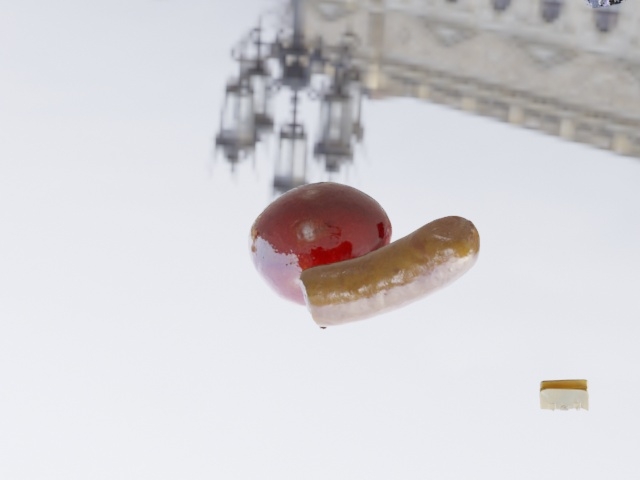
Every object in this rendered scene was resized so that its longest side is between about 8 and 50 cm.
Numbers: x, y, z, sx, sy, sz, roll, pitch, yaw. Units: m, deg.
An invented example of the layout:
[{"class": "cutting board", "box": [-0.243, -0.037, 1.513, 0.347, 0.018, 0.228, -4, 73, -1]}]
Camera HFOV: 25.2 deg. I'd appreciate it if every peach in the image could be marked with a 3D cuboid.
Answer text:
[{"class": "peach", "box": [0.000, 0.000, 2.324, 0.243, 0.199, 0.243, 12, -145, -9]}]

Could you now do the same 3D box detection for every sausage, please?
[{"class": "sausage", "box": [0.105, 0.047, 2.059, 0.270, 0.109, 0.109, -23, -166, 11]}]

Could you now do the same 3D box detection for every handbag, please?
[{"class": "handbag", "box": [0.412, 0.262, 2.418, 0.083, 0.061, 0.027, -3, -134, 11]}]

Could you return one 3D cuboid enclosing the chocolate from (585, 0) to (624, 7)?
[{"class": "chocolate", "box": [0.332, -0.352, 1.699, 0.070, 0.147, 0.072, -18, -152, -9]}]
